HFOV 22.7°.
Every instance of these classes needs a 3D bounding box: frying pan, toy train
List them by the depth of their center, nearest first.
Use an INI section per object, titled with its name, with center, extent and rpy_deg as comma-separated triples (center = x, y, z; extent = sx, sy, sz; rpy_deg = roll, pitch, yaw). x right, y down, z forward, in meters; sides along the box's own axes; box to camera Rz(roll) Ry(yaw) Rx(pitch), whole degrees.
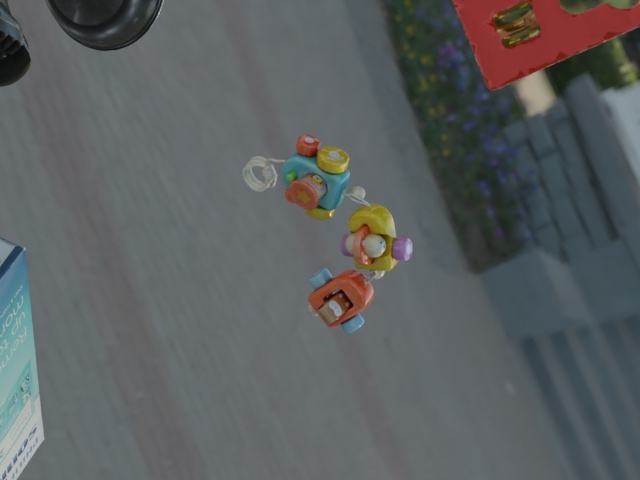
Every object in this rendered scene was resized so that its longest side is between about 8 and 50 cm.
[toy train]
center = 0.000, 0.000, 1.286
extent = 0.166, 0.125, 0.046
rpy_deg = 57, 38, -9
[frying pan]
center = -0.341, -0.378, 2.099
extent = 0.326, 0.197, 0.053
rpy_deg = 33, 23, 18

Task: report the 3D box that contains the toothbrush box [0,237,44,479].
[toothbrush box]
center = -0.330, 0.142, 1.253
extent = 0.216, 0.126, 0.295
rpy_deg = -59, 168, -36

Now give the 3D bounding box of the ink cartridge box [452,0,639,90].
[ink cartridge box]
center = 0.215, -0.359, 1.344
extent = 0.091, 0.308, 0.385
rpy_deg = -152, -141, -77

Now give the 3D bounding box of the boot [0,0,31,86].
[boot]
center = -0.332, -0.224, 1.333
extent = 0.198, 0.077, 0.137
rpy_deg = 43, 19, -44
